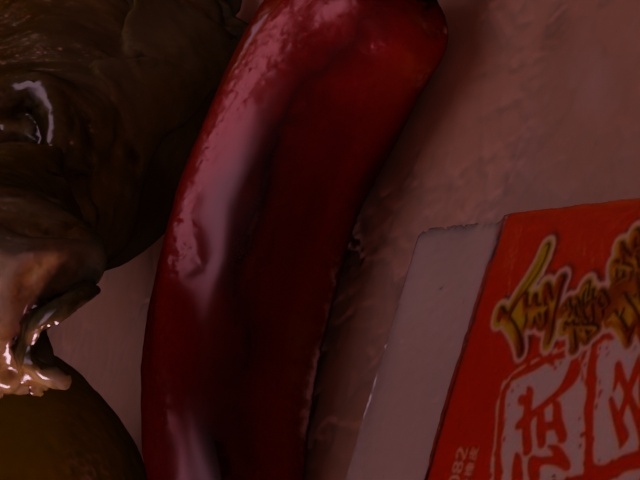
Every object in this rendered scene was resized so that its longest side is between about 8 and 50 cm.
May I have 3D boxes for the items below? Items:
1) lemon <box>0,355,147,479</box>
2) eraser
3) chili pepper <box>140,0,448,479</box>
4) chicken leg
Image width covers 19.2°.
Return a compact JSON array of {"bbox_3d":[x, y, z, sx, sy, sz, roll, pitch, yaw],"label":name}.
[{"bbox_3d":[-0.160,0.145,0.851,0.184,0.184,0.248,-51,41,27],"label":"lemon"},{"bbox_3d":[0.087,0.064,0.618,0.230,0.038,0.157,-7,63,59],"label":"eraser"},{"bbox_3d":[-0.006,0.004,0.808,0.137,0.092,0.368,9,83,43],"label":"chili pepper"},{"bbox_3d":[-0.132,-0.033,0.879,0.429,0.201,0.152,-88,-1,-71],"label":"chicken leg"}]
